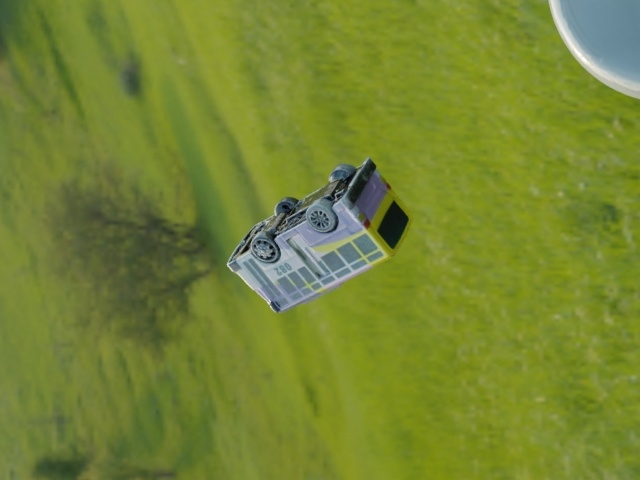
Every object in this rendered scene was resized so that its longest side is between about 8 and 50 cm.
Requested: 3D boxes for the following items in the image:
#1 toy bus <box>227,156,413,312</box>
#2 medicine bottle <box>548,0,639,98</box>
[{"bbox_3d":[0.000,0.000,0.771,0.102,0.058,0.052,-29,18,37],"label":"toy bus"},{"bbox_3d":[0.382,-0.265,1.288,0.245,0.306,0.245,6,103,30],"label":"medicine bottle"}]
